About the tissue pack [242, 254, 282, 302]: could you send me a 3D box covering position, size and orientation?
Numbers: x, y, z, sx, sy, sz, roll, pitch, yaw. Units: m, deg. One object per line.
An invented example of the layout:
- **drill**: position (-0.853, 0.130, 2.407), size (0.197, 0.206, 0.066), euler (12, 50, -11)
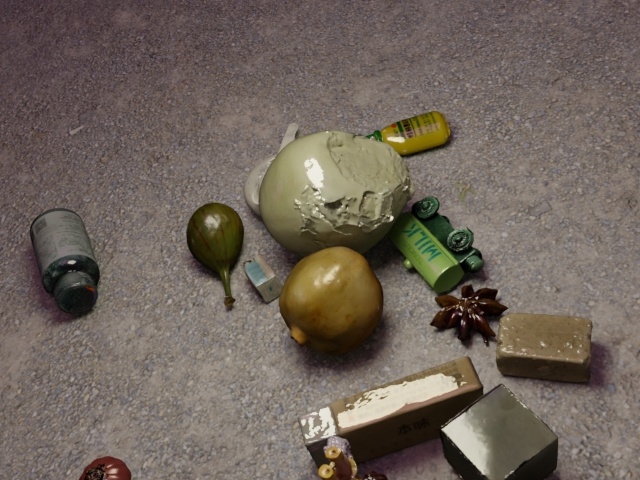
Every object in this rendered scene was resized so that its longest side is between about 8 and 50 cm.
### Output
- **tissue pack**: position (-0.136, 0.088, 1.776), size (0.058, 0.074, 0.094), euler (-32, 45, -8)

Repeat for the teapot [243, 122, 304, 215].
- **teapot**: position (-0.094, -0.163, 1.934), size (0.208, 0.166, 0.300), euler (-8, 51, 28)

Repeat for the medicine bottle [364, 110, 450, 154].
- **medicine bottle**: position (0.183, -0.261, 1.989), size (0.309, 0.076, 0.111), euler (-16, 45, 4)

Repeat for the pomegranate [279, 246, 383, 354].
- **pomegranate**: position (0.027, 0.128, 1.596), size (0.233, 0.233, 0.233), euler (-9, 47, 10)

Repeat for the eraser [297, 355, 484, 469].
- **eraser**: position (0.138, 0.332, 1.425), size (0.343, 0.144, 0.078), euler (-20, 48, 1)

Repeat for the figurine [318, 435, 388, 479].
- **figurine**: position (0.051, 0.438, 1.295), size (0.115, 0.240, 0.175), euler (-3, 44, 41)

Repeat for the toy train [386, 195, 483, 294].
- **toy train**: position (0.253, 0.012, 1.713), size (0.157, 0.105, 0.253), euler (-38, 47, 0)

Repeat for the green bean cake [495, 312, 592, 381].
- **green bean cake**: position (0.439, 0.208, 1.483), size (0.179, 0.085, 0.109), euler (5, 52, 19)

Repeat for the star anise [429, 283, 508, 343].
- **star anise**: position (0.310, 0.147, 1.596), size (0.168, 0.057, 0.168), euler (-8, 49, 9)

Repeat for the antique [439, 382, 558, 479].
- **antique**: position (0.313, 0.372, 1.331), size (0.152, 0.148, 0.147), euler (-33, 49, -13)

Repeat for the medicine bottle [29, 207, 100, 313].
- **medicine bottle**: position (-0.644, 0.053, 1.917), size (0.141, 0.141, 0.293), euler (-27, 46, -7)

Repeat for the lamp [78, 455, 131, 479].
- **lamp**: position (-0.427, 0.482, 1.499), size (0.107, 0.092, 0.107), euler (-8, 49, 10)

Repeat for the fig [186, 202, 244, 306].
- **fig**: position (-0.230, 0.036, 1.833), size (0.151, 0.151, 0.259), euler (-25, 72, -6)

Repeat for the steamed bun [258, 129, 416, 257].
- **steamed bun**: position (0.031, -0.071, 1.698), size (0.333, 0.312, 0.233), euler (5, 56, -21)
